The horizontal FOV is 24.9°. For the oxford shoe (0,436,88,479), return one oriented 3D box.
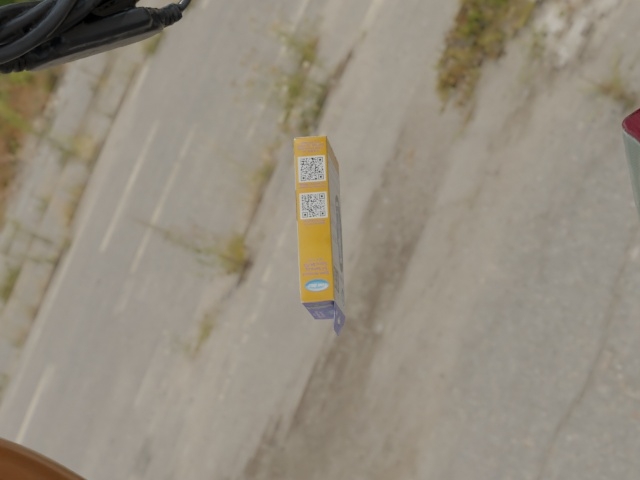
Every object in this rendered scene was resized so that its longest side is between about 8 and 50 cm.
[{"bbox_3d":[-0.033,0.112,0.388,0.076,0.212,0.076,-33,23,46],"label":"oxford shoe"}]

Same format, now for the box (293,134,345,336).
[{"bbox_3d":[0.000,0.000,1.049,0.081,0.028,0.136,60,-152,-76],"label":"box"}]

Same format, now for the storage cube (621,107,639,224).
[{"bbox_3d":[0.282,0.005,0.697,0.193,0.184,0.215,-30,50,-6],"label":"storage cube"}]

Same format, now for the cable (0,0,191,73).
[{"bbox_3d":[-0.152,-0.137,0.623,0.151,0.184,0.047,59,146,13],"label":"cable"}]
